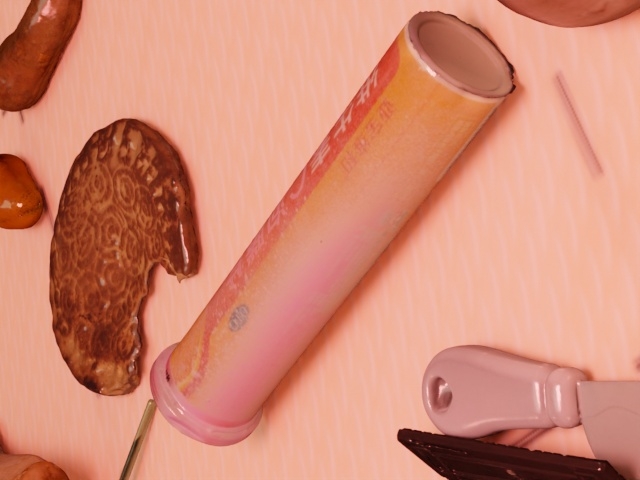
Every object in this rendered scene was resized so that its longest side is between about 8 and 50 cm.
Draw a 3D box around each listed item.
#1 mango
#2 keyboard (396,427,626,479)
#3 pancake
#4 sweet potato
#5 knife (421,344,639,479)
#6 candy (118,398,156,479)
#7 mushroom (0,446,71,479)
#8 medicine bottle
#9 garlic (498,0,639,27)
[{"bbox_3d":[-0.359,-0.053,1.664,0.127,0.063,0.077,39,112,44],"label":"mango"},{"bbox_3d":[0.138,0.161,1.027,0.204,0.061,0.013,-1,53,52],"label":"keyboard"},{"bbox_3d":[-0.206,0.019,1.493,0.286,0.033,0.288,4,93,51],"label":"pancake"},{"bbox_3d":[-0.314,-0.229,1.614,0.233,0.062,0.081,-57,47,31],"label":"sweet potato"},{"bbox_3d":[0.194,0.119,0.973,0.331,0.044,0.080,2,92,49],"label":"knife"},{"bbox_3d":[-0.220,0.291,1.481,0.078,0.084,0.287,34,109,51],"label":"candy"},{"bbox_3d":[-0.358,0.273,1.607,0.351,0.095,0.122,12,75,61],"label":"mushroom"},{"bbox_3d":[0.000,0.000,1.172,0.426,0.108,0.108,-53,50,35],"label":"medicine bottle"},{"bbox_3d":[0.160,-0.275,0.961,0.292,0.210,0.237,-25,36,54],"label":"garlic"}]
